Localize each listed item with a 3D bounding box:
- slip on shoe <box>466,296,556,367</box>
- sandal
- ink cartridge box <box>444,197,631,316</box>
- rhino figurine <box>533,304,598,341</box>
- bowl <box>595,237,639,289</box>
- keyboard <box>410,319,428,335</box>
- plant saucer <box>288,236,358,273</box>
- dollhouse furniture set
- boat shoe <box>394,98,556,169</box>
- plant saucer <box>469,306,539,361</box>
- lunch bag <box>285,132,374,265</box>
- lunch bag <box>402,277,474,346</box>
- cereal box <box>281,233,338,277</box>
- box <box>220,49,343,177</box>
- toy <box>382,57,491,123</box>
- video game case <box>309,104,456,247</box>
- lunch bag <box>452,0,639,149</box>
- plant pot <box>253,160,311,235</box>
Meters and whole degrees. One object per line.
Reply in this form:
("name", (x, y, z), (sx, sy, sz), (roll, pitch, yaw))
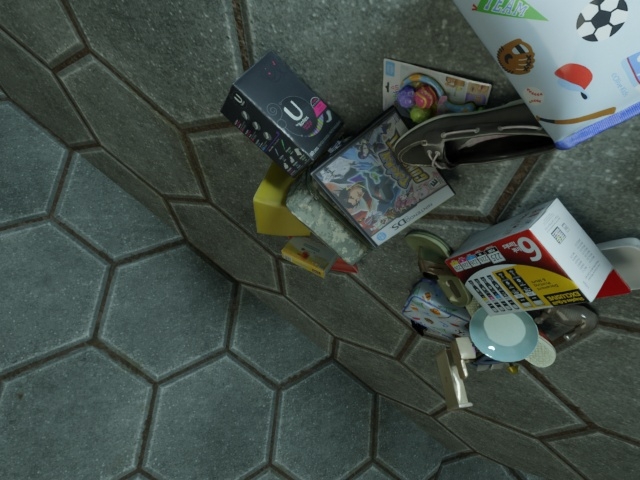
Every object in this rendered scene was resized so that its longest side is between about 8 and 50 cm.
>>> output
("slip on shoe", (0.603, 0.262, 1.293), (0.331, 0.101, 0.123), (41, 121, 13))
("sandal", (0.373, 0.095, 1.272), (0.303, 0.086, 0.120), (53, 150, -2))
("ink cartridge box", (0.516, 0.084, 0.992), (0.272, 0.130, 0.309), (50, 156, 2))
("rhino figurine", (0.662, 0.192, 1.143), (0.243, 0.073, 0.106), (30, 133, 11))
("bowl", (0.686, 0.050, 0.913), (0.142, 0.053, 0.142), (42, 152, -11))
("keyboard", (0.427, 0.345, 1.716), (0.100, 0.038, 0.192), (44, 165, 40))
("plant saucer", (0.008, 0.030, 1.628), (0.259, 0.047, 0.258), (3, 144, 50))
("dollhouse furniture set", (0.591, 0.452, 1.375), (0.303, 0.198, 0.286), (-5, 152, -4))
("boat shoe", (0.302, -0.196, 0.809), (0.335, 0.095, 0.112), (-9, 149, 33))
("plant saucer", (0.564, 0.277, 1.237), (0.195, 0.037, 0.195), (8, 107, 27))
("lunch bag", (0.083, -0.121, 1.150), (0.256, 0.212, 0.305), (-41, 108, 18))
("lunch bag", (0.450, 0.261, 1.458), (0.303, 0.115, 0.243), (28, 154, 13))
("cereal box", (0.000, 0.000, 1.406), (0.173, 0.240, 0.047), (24, 147, 20))
("box", (-0.103, -0.331, 1.076), (0.270, 0.165, 0.143), (41, 153, -12))
("toy", (0.233, -0.297, 0.872), (0.237, 0.056, 0.137), (23, 150, 22))
("video game case", (0.155, -0.143, 0.986), (0.248, 0.035, 0.275), (-35, 115, 18))
("lunch bag", (0.379, -0.346, 0.450), (0.328, 0.239, 0.385), (45, 135, -17))
("plant pot", (-0.094, -0.134, 1.363), (0.187, 0.212, 0.212), (17, 150, 5))
